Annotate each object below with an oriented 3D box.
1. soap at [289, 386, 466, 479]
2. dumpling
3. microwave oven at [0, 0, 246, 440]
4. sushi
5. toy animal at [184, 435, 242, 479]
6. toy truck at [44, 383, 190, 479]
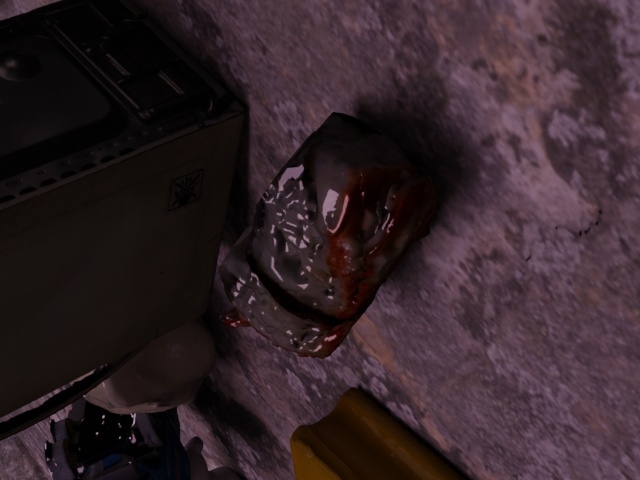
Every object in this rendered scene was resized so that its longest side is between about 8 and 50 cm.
[{"bbox_3d":[0.111,0.314,1.148,0.324,0.096,0.204,37,149,35],"label":"soap"},{"bbox_3d":[-0.224,0.088,1.421,0.318,0.187,0.243,180,86,-79],"label":"dumpling"},{"bbox_3d":[-0.311,-0.016,1.084,0.247,0.394,0.333,42,139,27],"label":"microwave oven"},{"bbox_3d":[0.000,0.000,0.931,0.130,0.124,0.332,41,152,7],"label":"sushi"},{"bbox_3d":[-0.151,0.386,1.696,0.181,0.131,0.127,36,-167,-16],"label":"toy animal"},{"bbox_3d":[-0.262,0.276,1.563,0.367,0.146,0.175,-107,-5,-69],"label":"toy truck"}]
